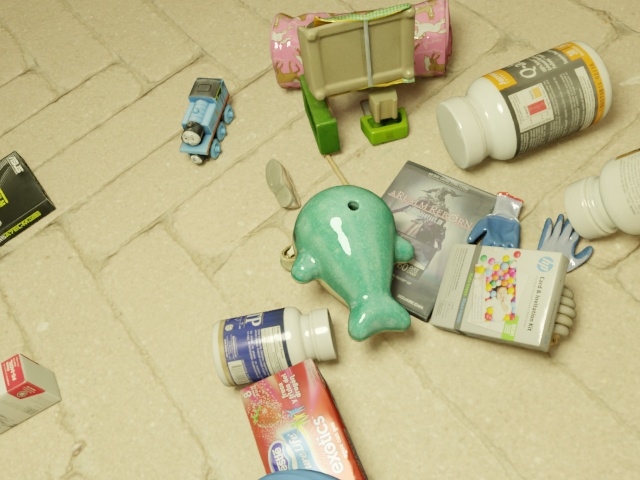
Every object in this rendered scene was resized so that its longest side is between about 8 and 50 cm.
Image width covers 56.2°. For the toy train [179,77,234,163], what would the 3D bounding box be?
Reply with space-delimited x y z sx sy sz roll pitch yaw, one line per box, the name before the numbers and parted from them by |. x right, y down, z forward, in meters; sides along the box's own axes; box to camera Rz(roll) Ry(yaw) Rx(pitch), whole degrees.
toy train | -0.244 -0.254 1.267 0.080 0.105 0.184 6 61 16

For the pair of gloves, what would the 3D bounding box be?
pair of gloves | 0.358 0.002 1.022 0.198 0.023 0.159 21 67 15

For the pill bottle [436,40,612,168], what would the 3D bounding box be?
pill bottle | 0.367 -0.243 1.100 0.279 0.162 0.162 -22 58 -2

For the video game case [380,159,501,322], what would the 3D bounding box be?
video game case | 0.173 -0.009 1.081 0.196 0.026 0.274 27 69 25

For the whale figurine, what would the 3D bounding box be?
whale figurine | 0.059 0.024 0.969 0.216 0.141 0.272 -9 55 -15

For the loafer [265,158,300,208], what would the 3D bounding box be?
loafer | -0.075 -0.109 1.190 0.045 0.039 0.125 -42 50 25

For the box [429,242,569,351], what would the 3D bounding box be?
box | 0.275 0.083 0.935 0.186 0.038 0.145 7 73 43

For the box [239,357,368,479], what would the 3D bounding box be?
box | -0.009 0.320 0.858 0.123 0.128 0.256 -25 58 -2

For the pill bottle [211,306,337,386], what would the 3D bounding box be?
pill bottle | -0.072 0.168 0.973 0.187 0.112 0.112 -11 58 4

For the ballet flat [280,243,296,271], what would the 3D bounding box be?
ballet flat | 0.000 0.000 1.094 0.168 0.052 0.057 -35 59 -10

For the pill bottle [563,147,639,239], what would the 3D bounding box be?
pill bottle | 0.511 -0.080 0.933 0.229 0.131 0.131 -24 44 49

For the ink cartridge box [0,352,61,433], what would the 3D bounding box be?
ink cartridge box | -0.540 0.268 1.012 0.151 0.109 0.063 -29 59 -6

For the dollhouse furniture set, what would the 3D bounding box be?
dollhouse furniture set | 0.062 -0.332 1.128 0.198 0.301 0.151 -14 55 -2

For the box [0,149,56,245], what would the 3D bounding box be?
box | -0.694 -0.081 1.294 0.184 0.045 0.190 -38 60 -9

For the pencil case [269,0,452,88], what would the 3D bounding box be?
pencil case | 0.081 -0.416 1.268 0.387 0.160 0.167 -3 26 11

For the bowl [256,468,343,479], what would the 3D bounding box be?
bowl | -0.030 0.468 0.675 0.391 0.077 0.390 -10 75 43

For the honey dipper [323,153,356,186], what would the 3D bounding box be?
honey dipper | 0.040 -0.129 1.179 0.031 0.030 0.160 -25 55 -4

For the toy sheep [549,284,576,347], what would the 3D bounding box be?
toy sheep | 0.354 0.106 0.937 0.091 0.091 0.132 10 79 17
